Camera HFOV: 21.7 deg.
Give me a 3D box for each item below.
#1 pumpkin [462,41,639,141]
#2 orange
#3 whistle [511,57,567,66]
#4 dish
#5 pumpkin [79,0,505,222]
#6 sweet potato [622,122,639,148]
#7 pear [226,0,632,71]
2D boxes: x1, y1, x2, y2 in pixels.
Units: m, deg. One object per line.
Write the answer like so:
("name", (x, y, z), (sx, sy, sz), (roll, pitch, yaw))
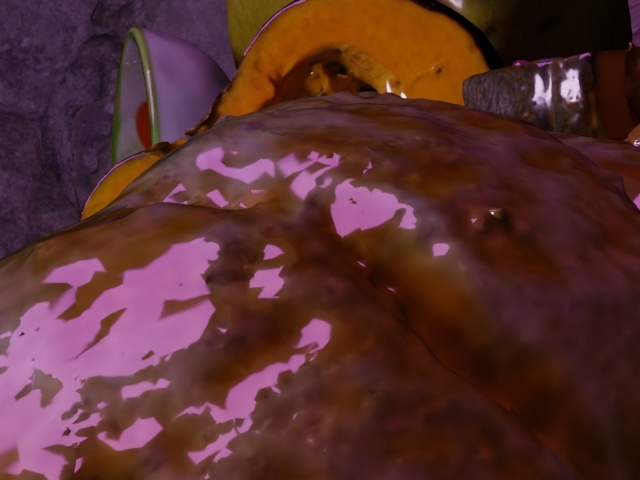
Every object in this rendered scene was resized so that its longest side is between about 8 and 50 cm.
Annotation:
("pumpkin", (0.199, -0.057, 0.967), (0.248, 0.126, 0.131), (-15, 1, -36))
("orange", (-0.011, 0.074, 0.501), (0.368, 0.210, 0.271), (-38, 11, -32))
("whistle", (0.183, -0.081, 1.246), (0.123, 0.123, 0.223), (-28, -8, 22))
("dish", (-0.100, -0.016, 1.414), (0.124, 0.324, 0.324), (0, 0, -13))
("pumpkin", (0.000, 0.000, 1.159), (0.325, 0.242, 0.232), (-41, -18, -10))
("sweet potato", (0.199, -0.035, 0.800), (0.354, 0.095, 0.106), (-35, 30, 15))
("pear", (0.087, -0.181, 1.447), (0.352, 0.352, 0.413), (-30, -4, 5))
